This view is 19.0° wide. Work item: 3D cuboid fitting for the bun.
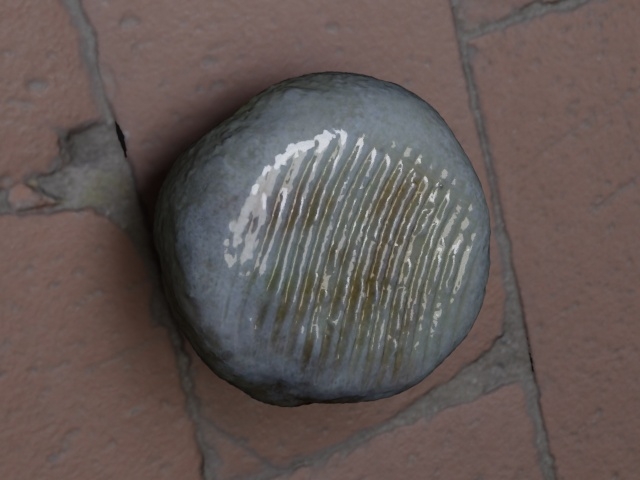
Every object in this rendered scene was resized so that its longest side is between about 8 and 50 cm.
[{"bbox_3d":[0.000,0.000,1.937,0.361,0.211,0.362,-6,105,-23],"label":"bun"}]
